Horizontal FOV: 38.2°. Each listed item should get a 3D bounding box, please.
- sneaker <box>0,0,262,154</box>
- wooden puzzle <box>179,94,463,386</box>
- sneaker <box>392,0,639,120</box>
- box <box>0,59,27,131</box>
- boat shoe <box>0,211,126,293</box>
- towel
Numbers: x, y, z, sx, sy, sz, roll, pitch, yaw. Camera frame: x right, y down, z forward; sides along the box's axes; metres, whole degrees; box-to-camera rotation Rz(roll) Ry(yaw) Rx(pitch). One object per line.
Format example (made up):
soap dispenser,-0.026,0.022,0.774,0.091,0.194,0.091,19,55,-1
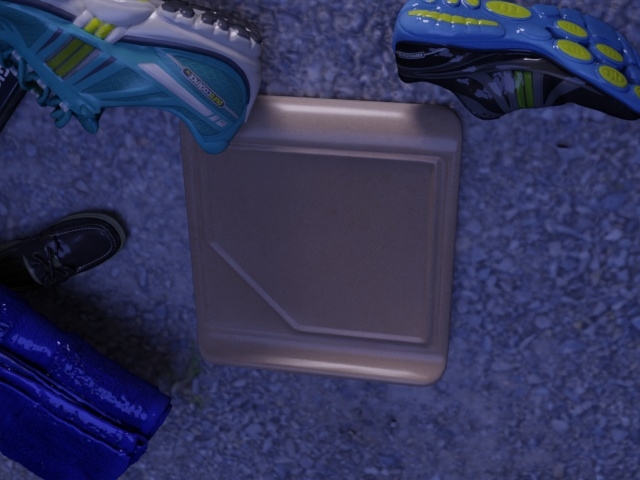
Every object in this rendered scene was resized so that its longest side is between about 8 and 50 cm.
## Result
sneaker,-0.179,-0.133,0.654,0.275,0.107,0.110,14,105,-7
wooden puzzle,0.000,0.000,0.758,0.220,0.044,0.239,5,114,10
sneaker,0.142,-0.122,0.654,0.188,0.067,0.078,13,141,3
box,-0.345,-0.130,0.751,0.175,0.051,0.220,39,118,-11
boat shoe,-0.240,0.019,0.810,0.152,0.049,0.056,-19,115,22
towel,-0.305,0.126,0.835,0.308,0.076,0.228,35,137,-7
